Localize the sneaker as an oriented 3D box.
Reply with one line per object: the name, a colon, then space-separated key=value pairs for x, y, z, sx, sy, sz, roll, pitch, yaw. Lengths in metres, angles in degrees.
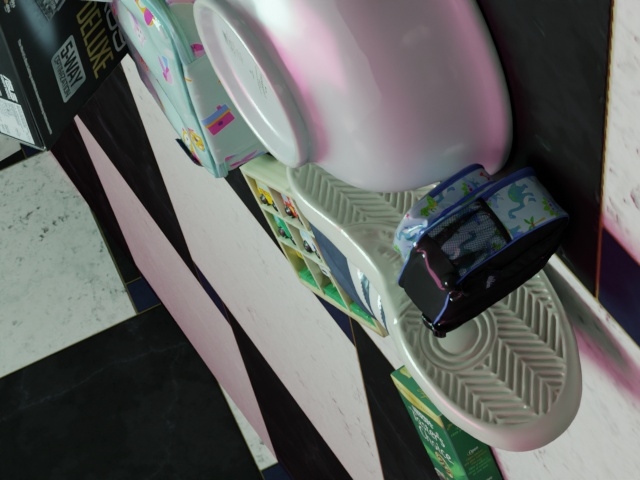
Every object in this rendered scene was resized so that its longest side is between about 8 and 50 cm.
sneaker: x=0.102 y=0.048 z=1.280 sx=0.350 sy=0.131 sz=0.148 roll=56 pitch=176 yaw=38

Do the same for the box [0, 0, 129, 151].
box: x=-0.278 y=-0.283 z=1.619 sx=0.076 sy=0.242 sz=0.307 roll=20 pitch=145 yaw=23

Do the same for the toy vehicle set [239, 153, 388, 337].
toy vehicle set: x=0.000 y=0.000 z=1.755 sx=0.166 sy=0.035 sz=0.267 roll=62 pitch=168 yaw=-20

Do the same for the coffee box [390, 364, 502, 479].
coffee box: x=0.145 y=0.222 z=1.711 sx=0.113 sy=0.040 sz=0.184 roll=41 pitch=159 yaw=56

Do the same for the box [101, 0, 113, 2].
box: x=-0.198 y=-0.333 z=1.450 sx=0.145 sy=0.038 sz=0.186 roll=123 pitch=148 yaw=-70

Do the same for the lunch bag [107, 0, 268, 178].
lunch bag: x=-0.139 y=-0.208 z=1.621 sx=0.224 sy=0.108 sz=0.279 roll=51 pitch=166 yaw=32

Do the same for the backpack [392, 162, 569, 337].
backpack: x=0.110 y=-0.003 z=1.104 sx=0.084 sy=0.114 sz=0.105 roll=55 pitch=165 yaw=16

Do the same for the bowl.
bowl: x=0.001 y=-0.145 z=1.151 sx=0.298 sy=0.134 sz=0.298 roll=54 pitch=167 yaw=19
